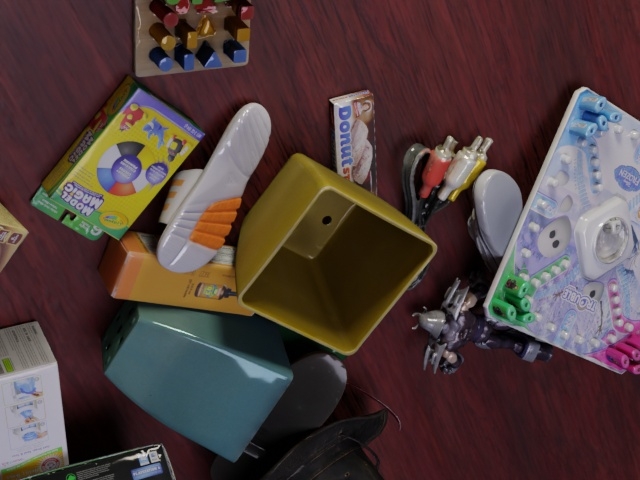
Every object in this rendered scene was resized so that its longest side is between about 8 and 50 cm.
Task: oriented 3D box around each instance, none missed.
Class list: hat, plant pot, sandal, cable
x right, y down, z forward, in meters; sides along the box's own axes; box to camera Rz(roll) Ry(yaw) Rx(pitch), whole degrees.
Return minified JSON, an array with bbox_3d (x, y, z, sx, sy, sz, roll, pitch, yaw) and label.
[{"bbox_3d":[0.013,0.173,2.083,0.208,0.183,0.173,-1,120,-28],"label":"hat"},{"bbox_3d":[-0.191,0.176,1.985,0.234,0.166,0.165,27,108,-23],"label":"plant pot"},{"bbox_3d":[0.000,0.000,1.953,0.212,0.187,0.212,28,109,-31],"label":"plant pot"},{"bbox_3d":[-0.158,-0.077,1.917,0.102,0.076,0.265,41,74,-48],"label":"sandal"},{"bbox_3d":[0.162,-0.041,2.097,0.139,0.072,0.287,1,117,-42],"label":"cable"},{"bbox_3d":[0.008,0.408,2.166,0.331,0.134,0.331,-33,162,-12],"label":"hat"}]

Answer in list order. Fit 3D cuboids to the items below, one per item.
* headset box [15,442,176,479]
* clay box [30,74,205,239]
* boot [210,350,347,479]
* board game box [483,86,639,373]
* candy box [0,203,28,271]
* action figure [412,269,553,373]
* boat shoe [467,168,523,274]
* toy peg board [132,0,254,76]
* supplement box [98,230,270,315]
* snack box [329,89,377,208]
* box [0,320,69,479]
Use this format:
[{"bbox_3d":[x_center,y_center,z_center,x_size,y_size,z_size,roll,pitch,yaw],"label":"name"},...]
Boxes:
[{"bbox_3d":[-0.348,0.431,2.015,0.246,0.131,0.283,-12,157,-21],"label":"headset box"},{"bbox_3d":[-0.275,-0.098,1.846,0.127,0.053,0.222,34,99,-38],"label":"clay box"},{"bbox_3d":[-0.063,0.256,2.106,0.112,0.115,0.305,36,119,-9],"label":"boot"},{"bbox_3d":[0.475,0.000,2.232,0.390,0.050,0.390,23,90,-40],"label":"board game box"},{"bbox_3d":[-0.526,0.014,1.678,0.183,0.087,0.316,-53,156,9],"label":"candy box"},{"bbox_3d":[0.270,0.146,2.267,0.285,0.099,0.185,10,121,-28],"label":"action figure"},{"bbox_3d":[0.272,-0.017,2.163,0.095,0.084,0.258,-46,137,-25],"label":"boat shoe"},{"bbox_3d":[-0.156,-0.285,1.778,0.161,0.079,0.161,-9,122,-23],"label":"toy peg board"},{"bbox_3d":[-0.194,0.047,1.965,0.233,0.080,0.078,11,114,-31],"label":"supplement box"},{"bbox_3d":[0.049,-0.133,2.017,0.064,0.022,0.178,-16,125,-17],"label":"snack box"},{"bbox_3d":[-0.426,0.235,1.931,0.103,0.114,0.203,-13,125,-21],"label":"box"}]
